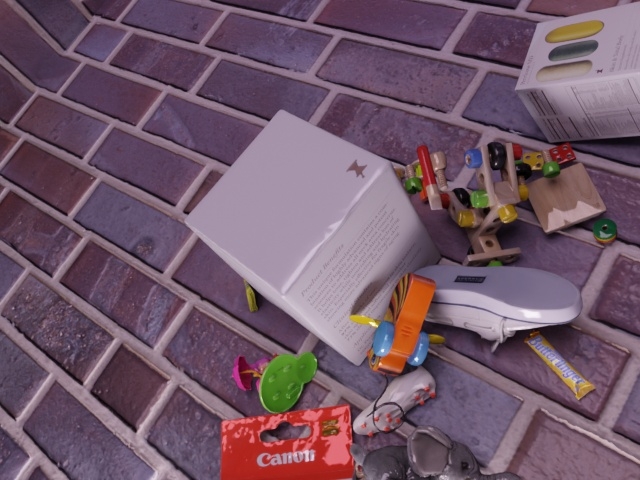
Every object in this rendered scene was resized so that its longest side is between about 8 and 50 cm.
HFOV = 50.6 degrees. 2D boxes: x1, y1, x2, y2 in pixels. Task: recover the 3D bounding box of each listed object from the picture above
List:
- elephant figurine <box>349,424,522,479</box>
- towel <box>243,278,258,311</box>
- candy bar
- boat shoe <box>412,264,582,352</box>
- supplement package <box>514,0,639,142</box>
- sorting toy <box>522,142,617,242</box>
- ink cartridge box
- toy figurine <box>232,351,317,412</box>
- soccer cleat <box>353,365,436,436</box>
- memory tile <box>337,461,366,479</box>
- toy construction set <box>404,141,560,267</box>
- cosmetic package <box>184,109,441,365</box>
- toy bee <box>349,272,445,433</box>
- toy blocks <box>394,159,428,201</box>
[{"bbox_3d":[0.214,0.427,1.275,0.239,0.186,0.169,-32,9,-7],"label":"elephant figurine"},{"bbox_3d":[-0.194,0.057,1.708,0.021,0.102,0.237,-12,54,-8],"label":"towel"},{"bbox_3d":[0.464,0.240,1.325,0.040,0.018,0.161,-39,53,0],"label":"candy bar"},{"bbox_3d":[0.349,0.149,1.362,0.367,0.156,0.136,2,33,40],"label":"boat shoe"},{"bbox_3d":[0.602,-0.355,1.458,0.262,0.198,0.199,2,61,45],"label":"supplement package"},{"bbox_3d":[0.527,-0.091,1.471,0.132,0.046,0.275,-22,55,13],"label":"sorting toy"},{"bbox_3d":[-0.082,0.523,1.348,0.308,0.091,0.385,-11,58,14],"label":"ink cartridge box"},{"bbox_3d":[-0.121,0.293,1.529,0.159,0.130,0.173,8,28,44],"label":"toy figurine"},{"bbox_3d":[0.149,0.333,1.401,0.196,0.068,0.076,-34,37,3],"label":"soccer cleat"},{"bbox_3d":[0.065,0.525,1.356,0.113,0.012,0.148,-26,54,10],"label":"memory tile"},{"bbox_3d":[0.324,-0.057,1.403,0.257,0.308,0.237,-35,56,45],"label":"toy construction set"},{"bbox_3d":[0.000,0.000,1.459,0.327,0.394,0.329,33,78,36],"label":"cosmetic package"},{"bbox_3d":[0.136,0.206,1.373,0.298,0.195,0.162,-53,11,-7],"label":"toy bee"},{"bbox_3d":[0.218,-0.115,1.632,0.123,0.054,0.148,-14,57,19],"label":"toy blocks"}]
